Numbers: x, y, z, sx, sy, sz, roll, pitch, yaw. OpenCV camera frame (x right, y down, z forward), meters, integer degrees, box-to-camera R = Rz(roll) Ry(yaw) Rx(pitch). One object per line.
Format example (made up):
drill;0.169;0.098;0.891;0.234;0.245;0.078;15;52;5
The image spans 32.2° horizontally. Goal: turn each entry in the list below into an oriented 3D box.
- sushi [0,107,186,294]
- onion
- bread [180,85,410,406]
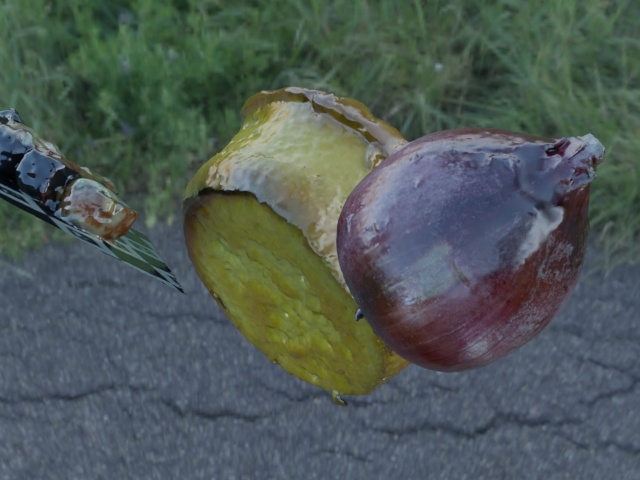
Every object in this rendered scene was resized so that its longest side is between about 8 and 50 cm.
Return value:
sushi;-0.291;-0.077;1.211;0.320;0.339;0.069;29;92;-18
onion;0.105;-0.006;0.702;0.159;0.195;0.159;32;40;-31
bread;0.000;0.000;1.397;0.398;0.398;0.215;34;58;21
